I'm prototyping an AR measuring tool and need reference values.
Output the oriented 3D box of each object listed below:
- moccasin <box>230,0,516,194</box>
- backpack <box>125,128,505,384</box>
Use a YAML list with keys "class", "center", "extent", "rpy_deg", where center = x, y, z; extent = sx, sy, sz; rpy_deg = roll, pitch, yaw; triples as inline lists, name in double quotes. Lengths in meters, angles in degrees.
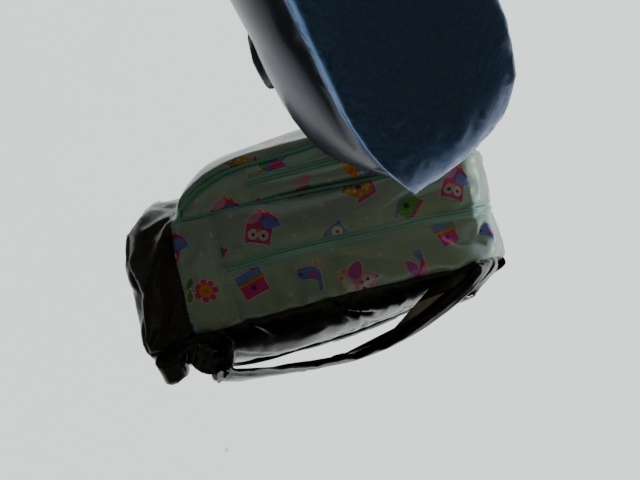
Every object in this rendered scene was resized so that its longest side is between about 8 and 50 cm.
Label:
- class: "moccasin"
  center: [-0.034, -0.164, 0.654]
  extent: [0.138, 0.117, 0.342]
  rpy_deg: [-32, -56, -23]
- class: "backpack"
  center: [0.000, 0.000, 0.898]
  extent: [0.182, 0.152, 0.115]
  rpy_deg: [-17, -85, 7]
